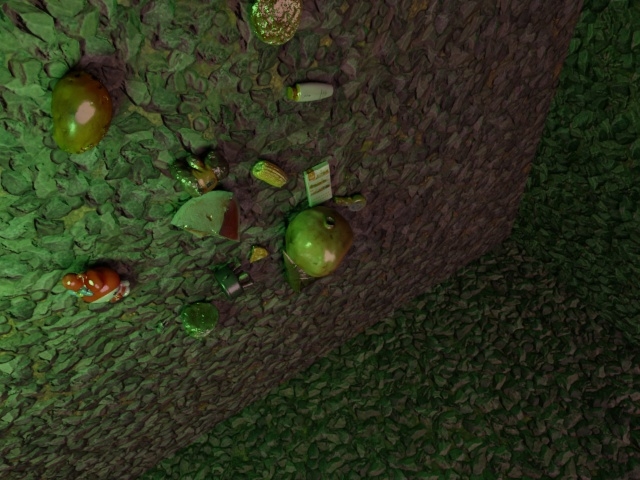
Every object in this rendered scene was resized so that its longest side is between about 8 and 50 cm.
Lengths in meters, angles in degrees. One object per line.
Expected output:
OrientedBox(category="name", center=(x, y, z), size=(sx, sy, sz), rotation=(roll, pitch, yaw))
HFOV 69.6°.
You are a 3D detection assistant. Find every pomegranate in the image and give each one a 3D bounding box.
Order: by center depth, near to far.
OrientedBox(category="pomegranate", center=(0.000, 0.000, 2.165), size=(0.332, 0.332, 0.332), rotation=(-24, 143, -20))

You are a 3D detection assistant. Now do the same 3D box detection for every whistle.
OrientedBox(category="whistle", center=(0.144, -0.196, 2.307), size=(0.198, 0.057, 0.104), rotation=(6, 142, -36))

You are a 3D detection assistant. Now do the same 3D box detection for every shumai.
OrientedBox(category="shumai", center=(-0.584, 0.393, 2.244), size=(0.184, 0.184, 0.142), rotation=(-16, 163, -29))

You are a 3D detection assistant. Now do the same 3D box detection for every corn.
OrientedBox(category="corn", center=(-0.204, -0.271, 1.885), size=(0.085, 0.063, 0.165), rotation=(-54, 146, 5))

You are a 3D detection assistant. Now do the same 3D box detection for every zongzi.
OrientedBox(category="zongzi", center=(-0.061, 0.098, 2.379), size=(0.274, 0.145, 0.300), rotation=(-29, 138, -21))

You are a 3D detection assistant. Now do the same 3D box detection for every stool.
OrientedBox(category="stool", center=(-0.414, 0.186, 2.165), size=(0.139, 0.153, 0.228), rotation=(-32, -172, -16))

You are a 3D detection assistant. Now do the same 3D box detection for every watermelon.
OrientedBox(category="watermelon", center=(-0.423, -0.077, 1.826), size=(0.256, 0.176, 0.260), rotation=(-29, 167, -1))

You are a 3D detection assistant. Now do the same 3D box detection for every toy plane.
OrientedBox(category="toy plane", center=(-0.760, 0.413, 2.184), size=(0.080, 0.033, 0.083), rotation=(-21, 145, -48))

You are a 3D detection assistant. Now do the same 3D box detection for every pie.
OrientedBox(category="pie", center=(-0.139, -0.712, 1.431), size=(0.163, 0.079, 0.193), rotation=(0, 132, -37))

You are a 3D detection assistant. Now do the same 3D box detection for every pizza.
OrientedBox(category="pizza", center=(-0.311, 0.067, 2.207), size=(0.108, 0.026, 0.123), rotation=(-42, 148, 10))

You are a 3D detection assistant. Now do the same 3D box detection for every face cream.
OrientedBox(category="face cream", center=(-0.038, -0.557, 1.722), size=(0.182, 0.051, 0.072), rotation=(-14, 143, -30))

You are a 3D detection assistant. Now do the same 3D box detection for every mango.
OrientedBox(category="mango", center=(-0.683, -0.353, 1.302), size=(0.156, 0.151, 0.249), rotation=(24, 123, -19))

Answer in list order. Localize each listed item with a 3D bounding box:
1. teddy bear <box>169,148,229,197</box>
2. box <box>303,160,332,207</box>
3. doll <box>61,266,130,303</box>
OrientedBox(category="teddy bear", center=(-0.421, -0.241, 1.669), size=(0.190, 0.140, 0.177), rotation=(-40, 144, -12))
OrientedBox(category="box", center=(-0.010, -0.253, 2.113), size=(0.122, 0.032, 0.220), rotation=(-27, 145, -14))
OrientedBox(category="doll", center=(-0.841, 0.168, 1.744), size=(0.161, 0.130, 0.290), rotation=(-25, 160, 3))
